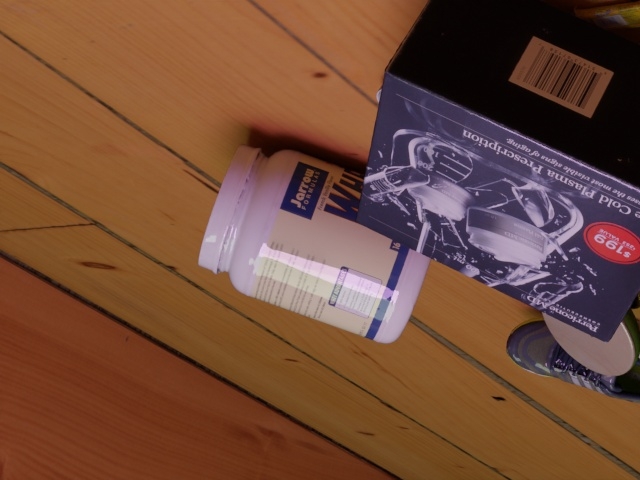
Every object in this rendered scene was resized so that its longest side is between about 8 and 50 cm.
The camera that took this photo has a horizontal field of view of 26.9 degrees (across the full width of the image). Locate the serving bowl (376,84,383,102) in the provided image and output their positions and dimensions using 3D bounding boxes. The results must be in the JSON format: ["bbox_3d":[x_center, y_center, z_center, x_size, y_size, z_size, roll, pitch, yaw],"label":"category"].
[{"bbox_3d":[0.116,-0.187,1.732,0.083,0.027,0.083,17,161,6],"label":"serving bowl"}]

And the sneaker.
[{"bbox_3d":[0.466,0.207,2.285,0.300,0.111,0.121,13,-175,-1],"label":"sneaker"}]

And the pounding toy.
[{"bbox_3d":[0.437,0.086,2.085,0.183,0.110,0.237,11,132,54],"label":"pounding toy"}]

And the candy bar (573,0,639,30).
[{"bbox_3d":[0.336,-0.240,1.401,0.161,0.018,0.040,-1,149,45],"label":"candy bar"}]

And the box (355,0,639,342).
[{"bbox_3d":[0.241,-0.088,1.508,0.343,0.179,0.312,26,152,10],"label":"box"}]

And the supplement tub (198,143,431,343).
[{"bbox_3d":[0.000,0.000,2.029,0.324,0.235,0.235,20,160,0],"label":"supplement tub"}]
